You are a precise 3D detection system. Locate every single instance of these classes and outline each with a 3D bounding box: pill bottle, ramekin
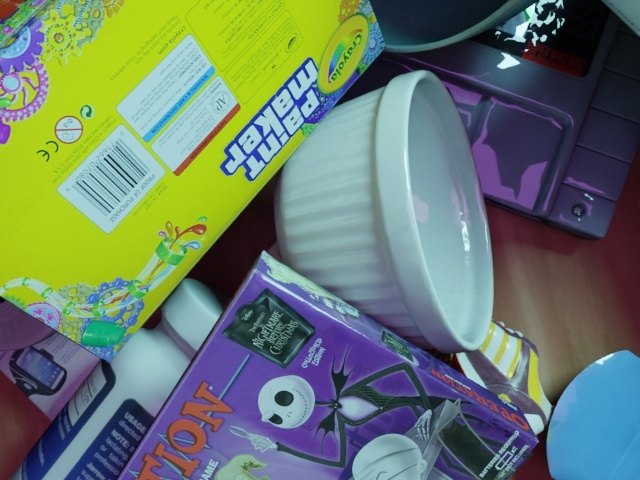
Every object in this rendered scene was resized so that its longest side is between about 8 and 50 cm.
[{"bbox_3d":[-0.147,0.172,0.530,0.153,0.153,0.264,38,91,2],"label":"pill bottle"},{"bbox_3d":[0.053,-0.015,0.471,0.109,0.207,0.207,-10,89,27],"label":"ramekin"}]

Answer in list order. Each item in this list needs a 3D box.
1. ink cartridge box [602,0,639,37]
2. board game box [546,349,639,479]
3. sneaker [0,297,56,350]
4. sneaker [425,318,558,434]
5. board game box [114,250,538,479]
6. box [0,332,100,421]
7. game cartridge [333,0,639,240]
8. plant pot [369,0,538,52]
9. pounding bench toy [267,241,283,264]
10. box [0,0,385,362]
[{"bbox_3d":[0.290,-0.188,0.345,0.158,0.092,0.218,46,114,4],"label":"ink cartridge box"},{"bbox_3d":[0.281,0.182,0.572,0.169,0.033,0.133,33,89,-8],"label":"board game box"},{"bbox_3d":[-0.206,0.034,0.562,0.217,0.121,0.079,-28,81,21],"label":"sneaker"},{"bbox_3d":[0.149,0.096,0.573,0.084,0.069,0.185,-22,84,-21],"label":"sneaker"},{"bbox_3d":[-0.044,0.204,0.415,0.208,0.056,0.347,32,103,-3],"label":"board game box"},{"bbox_3d":[-0.264,0.109,0.598,0.136,0.028,0.081,44,91,4],"label":"box"},{"bbox_3d":[0.130,-0.166,0.576,0.355,0.068,0.230,20,94,2],"label":"game cartridge"},{"bbox_3d":[0.115,-0.296,0.439,0.195,0.290,0.290,-23,88,-38],"label":"plant pot"},{"bbox_3d":[0.000,0.000,0.572,0.083,0.065,0.052,-44,88,0],"label":"pounding bench toy"},{"bbox_3d":[-0.166,-0.129,0.430,0.279,0.177,0.290,30,74,39],"label":"box"}]
